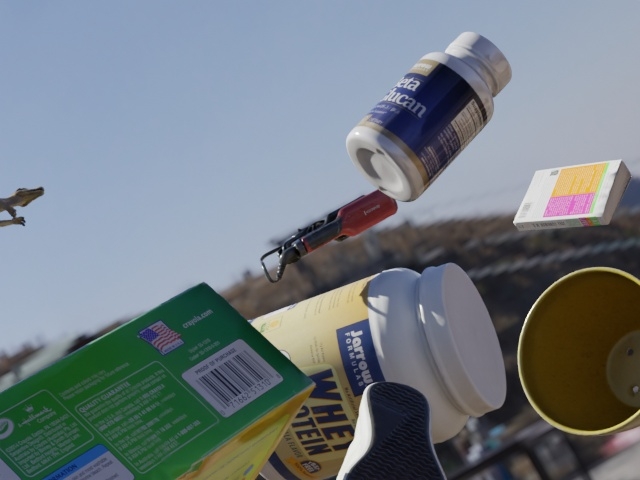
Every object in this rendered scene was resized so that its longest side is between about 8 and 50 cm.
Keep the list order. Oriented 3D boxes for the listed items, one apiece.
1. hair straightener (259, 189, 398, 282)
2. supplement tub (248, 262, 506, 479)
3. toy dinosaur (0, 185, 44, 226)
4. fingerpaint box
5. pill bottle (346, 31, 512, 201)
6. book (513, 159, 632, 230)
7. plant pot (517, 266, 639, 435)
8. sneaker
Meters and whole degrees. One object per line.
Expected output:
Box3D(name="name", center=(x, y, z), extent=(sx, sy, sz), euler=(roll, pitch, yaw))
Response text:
Box3D(name="hair straightener", center=(0.000, 0.000, 2.112), extent=(0.089, 0.047, 0.230), euler=(-21, 11, 48))
Box3D(name="supplement tub", center=(0.055, 0.169, 2.114), extent=(0.316, 0.228, 0.228), euler=(-21, 0, 20))
Box3D(name="toy dinosaur", center=(-0.360, -0.039, 1.649), extent=(0.183, 0.092, 0.053), euler=(11, -70, -32))
Box3D(name="fingerpaint box", center=(-0.255, 0.277, 1.488), extent=(0.445, 0.163, 0.371), euler=(-30, -24, -51))
Box3D(name="pill bottle", center=(0.112, -0.127, 1.641), extent=(0.169, 0.094, 0.094), euler=(-47, 3, -19))
Box3D(name="book", center=(0.341, -0.059, 2.256), extent=(0.144, 0.035, 0.096), euler=(-3, 47, 42))
Box3D(name="plant pot", center=(0.241, 0.097, 1.336), extent=(0.134, 0.134, 0.095), euler=(-31, -30, 27))
Box3D(name="sneaker", center=(0.065, 0.261, 1.625), extent=(0.290, 0.105, 0.123), euler=(-73, -2, -65))
